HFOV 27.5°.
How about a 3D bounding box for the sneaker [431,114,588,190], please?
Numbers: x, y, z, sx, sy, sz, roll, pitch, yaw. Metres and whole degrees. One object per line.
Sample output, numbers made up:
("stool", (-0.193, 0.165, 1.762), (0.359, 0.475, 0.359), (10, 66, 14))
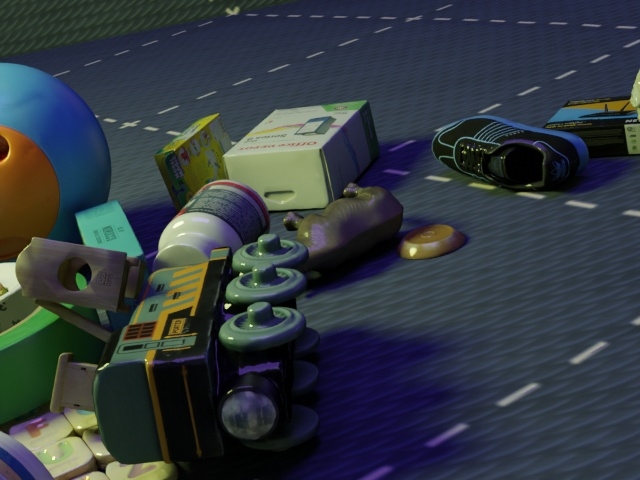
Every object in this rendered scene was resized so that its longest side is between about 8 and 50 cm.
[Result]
("sneaker", (0.227, -0.112, 1.694), (0.232, 0.081, 0.090), (7, 21, 42))

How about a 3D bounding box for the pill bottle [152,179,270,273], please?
("pill bottle", (-0.133, 0.006, 1.560), (0.108, 0.108, 0.180), (-7, 20, 17))

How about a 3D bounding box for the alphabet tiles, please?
("alphabet tiles", (-0.255, 0.199, 1.242), (0.284, 0.021, 0.278), (-21, 21, -19))

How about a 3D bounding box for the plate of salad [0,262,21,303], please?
("plate of salad", (-0.418, 0.055, 1.454), (0.199, 0.048, 0.200), (-14, 17, 4))

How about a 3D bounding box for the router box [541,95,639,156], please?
("router box", (0.400, -0.155, 1.753), (0.178, 0.046, 0.133), (-1, 23, 30))

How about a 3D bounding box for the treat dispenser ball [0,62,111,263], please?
("treat dispenser ball", (-0.424, -0.092, 1.744), (0.288, 0.288, 0.288), (-12, 20, 4))

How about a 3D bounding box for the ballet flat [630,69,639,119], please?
("ballet flat", (0.519, -0.132, 1.485), (0.408, 0.147, 0.147), (10, 30, 40))

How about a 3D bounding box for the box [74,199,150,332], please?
("box", (-0.242, 0.034, 1.566), (0.060, 0.101, 0.244), (-18, 20, -10))

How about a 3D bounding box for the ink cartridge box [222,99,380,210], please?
("ink cartridge box", (-0.024, -0.121, 1.862), (0.154, 0.093, 0.212), (-3, 24, 23))

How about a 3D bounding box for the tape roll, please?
("tape roll", (-0.398, 0.126, 1.424), (0.321, 0.077, 0.321), (-14, 16, 4))

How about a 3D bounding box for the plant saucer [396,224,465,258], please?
("plant saucer", (0.129, -0.001, 1.552), (0.083, 0.015, 0.083), (-12, 20, 4))

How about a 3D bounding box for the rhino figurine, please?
("rhino figurine", (0.000, 0.000, 1.548), (0.243, 0.073, 0.106), (-30, 23, -35))

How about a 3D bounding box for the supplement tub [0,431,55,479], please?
("supplement tub", (-0.296, 0.242, 0.966), (0.144, 0.144, 0.199), (-2, 22, 28))

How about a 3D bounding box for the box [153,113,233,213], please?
("box", (-0.179, -0.104, 1.891), (0.043, 0.105, 0.179), (-13, 18, 25))

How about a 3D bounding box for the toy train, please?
("toy train", (-0.100, 0.095, 1.228), (0.190, 0.142, 0.334), (-6, 20, 2))

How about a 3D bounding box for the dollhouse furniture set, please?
("dollhouse furniture set", (-0.248, 0.087, 1.315), (0.101, 0.161, 0.182), (9, -5, -1))
